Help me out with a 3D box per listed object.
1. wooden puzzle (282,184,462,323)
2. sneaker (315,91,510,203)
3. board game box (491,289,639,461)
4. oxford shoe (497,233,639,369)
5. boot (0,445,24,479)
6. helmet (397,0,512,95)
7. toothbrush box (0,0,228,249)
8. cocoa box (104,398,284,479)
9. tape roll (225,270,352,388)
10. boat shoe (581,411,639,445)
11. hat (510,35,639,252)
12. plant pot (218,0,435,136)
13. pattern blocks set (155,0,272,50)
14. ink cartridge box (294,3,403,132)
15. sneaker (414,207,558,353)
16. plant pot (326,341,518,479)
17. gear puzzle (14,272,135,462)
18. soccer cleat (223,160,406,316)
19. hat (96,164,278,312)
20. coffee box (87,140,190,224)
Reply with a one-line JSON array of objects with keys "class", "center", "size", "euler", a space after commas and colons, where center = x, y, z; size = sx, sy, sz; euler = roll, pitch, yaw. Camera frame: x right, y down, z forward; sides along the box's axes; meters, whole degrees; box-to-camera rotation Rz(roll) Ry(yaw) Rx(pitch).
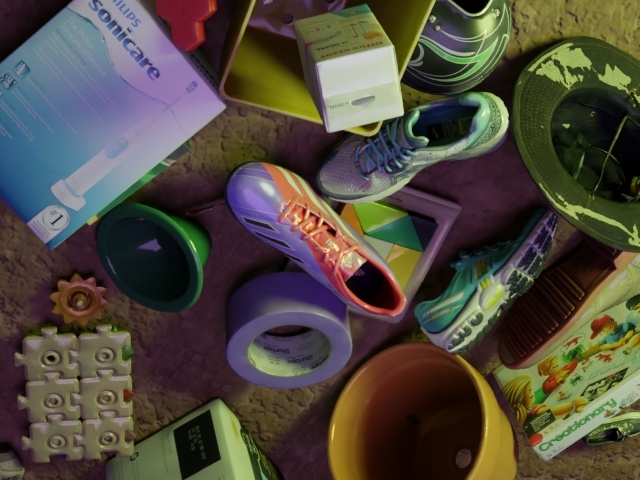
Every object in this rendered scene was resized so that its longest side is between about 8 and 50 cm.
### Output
[{"class": "wooden puzzle", "center": [0.075, 0.016, 1.719], "size": [0.221, 0.044, 0.238], "euler": [17, 117, -23]}, {"class": "sneaker", "center": [0.112, -0.138, 1.549], "size": [0.283, 0.110, 0.122], "euler": [-23, 169, 15]}, {"class": "board game box", "center": [0.442, 0.199, 1.840], "size": [0.305, 0.193, 0.053], "euler": [-37, 124, 10]}, {"class": "oxford shoe", "center": [0.431, 0.091, 1.815], "size": [0.130, 0.123, 0.348], "euler": [30, 112, -34]}, {"class": "boot", "center": [-0.528, 0.367, 1.792], "size": [0.119, 0.042, 0.087], "euler": [-4, 125, -11]}, {"class": "helmet", "center": [0.166, -0.274, 1.491], "size": [0.162, 0.169, 0.169], "euler": [10, 119, -14]}, {"class": "toothbrush box", "center": [-0.291, -0.169, 1.426], "size": [0.295, 0.126, 0.216], "euler": [-38, 104, 12]}, {"class": "cocoa box", "center": [-0.170, 0.471, 1.764], "size": [0.231, 0.347, 0.228], "euler": [-30, 125, 5]}, {"class": "tape roll", "center": [-0.049, 0.137, 1.715], "size": [0.189, 0.080, 0.189], "euler": [-4, 138, -3]}, {"class": "boat shoe", "center": [0.532, 0.345, 2.047], "size": [0.142, 0.040, 0.049], "euler": [-6, 123, -10]}, {"class": "hat", "center": [0.391, -0.126, 1.645], "size": [0.332, 0.331, 0.134], "euler": [6, 165, -21]}, {"class": "plant pot", "center": [-0.008, -0.285, 1.420], "size": [0.212, 0.187, 0.212], "euler": [13, 118, -20]}, {"class": "pattern blocks set", "center": [-0.137, -0.408, 1.277], "size": [0.285, 0.026, 0.324], "euler": [-25, 90, 32]}, {"class": "ink cartridge box", "center": [0.034, -0.193, 1.288], "size": [0.092, 0.143, 0.089], "euler": [-15, 124, -5]}, {"class": "sneaker", "center": [0.257, 0.046, 1.747], "size": [0.275, 0.110, 0.107], "euler": [-45, 151, -5]}, {"class": "plant pot", "center": [0.186, 0.330, 1.824], "size": [0.291, 0.291, 0.203], "euler": [-43, 138, 14]}, {"class": "gear puzzle", "center": [-0.372, 0.192, 1.724], "size": [0.176, 0.044, 0.338], "euler": [-2, 119, -11]}, {"class": "soccer cleat", "center": [0.000, 0.000, 1.590], "size": [0.318, 0.116, 0.108], "euler": [41, 85, -30]}, {"class": "hat", "center": [-0.189, -0.011, 1.649], "size": [0.209, 0.183, 0.172], "euler": [12, 123, 26]}, {"class": "coffee box", "center": [-0.282, -0.114, 1.547], "size": [0.184, 0.040, 0.113], "euler": [-34, 123, 9]}]
